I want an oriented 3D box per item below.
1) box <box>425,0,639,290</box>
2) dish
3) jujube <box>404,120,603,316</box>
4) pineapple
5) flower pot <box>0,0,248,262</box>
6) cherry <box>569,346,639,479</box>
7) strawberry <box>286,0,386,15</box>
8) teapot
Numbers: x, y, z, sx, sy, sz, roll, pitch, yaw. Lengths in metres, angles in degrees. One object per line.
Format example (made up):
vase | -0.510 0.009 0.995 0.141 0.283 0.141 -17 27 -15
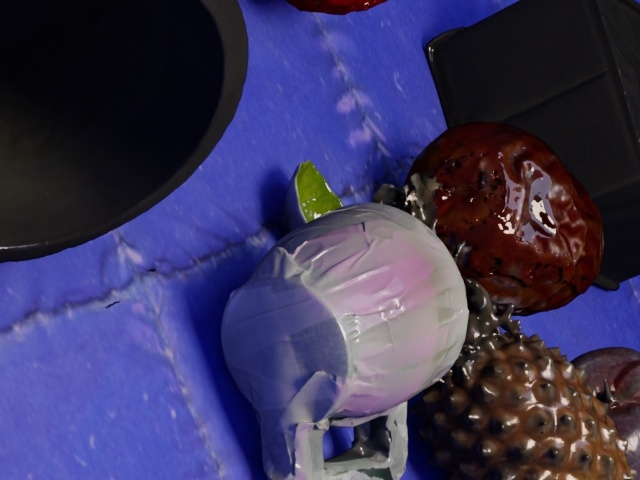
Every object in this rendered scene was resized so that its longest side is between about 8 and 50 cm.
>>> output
box | 0.314 -0.114 2.013 0.345 0.204 0.251 17 54 -56
dish | 0.000 0.000 1.549 0.137 0.039 0.091 57 22 -24
jujube | 0.173 -0.016 1.735 0.243 0.183 0.183 31 42 -59
pineapple | 0.139 0.111 1.567 0.361 0.175 0.175 59 28 -11
flower pot | -0.198 -0.130 1.129 0.269 0.269 0.166 30 21 -49
cherry | 0.296 0.194 1.812 0.176 0.140 0.176 -4 90 -78
strawberry | 0.012 -0.349 1.657 0.257 0.257 0.277 51 0 -26
teapot | -0.001 0.089 1.397 0.163 0.222 0.178 33 29 23
